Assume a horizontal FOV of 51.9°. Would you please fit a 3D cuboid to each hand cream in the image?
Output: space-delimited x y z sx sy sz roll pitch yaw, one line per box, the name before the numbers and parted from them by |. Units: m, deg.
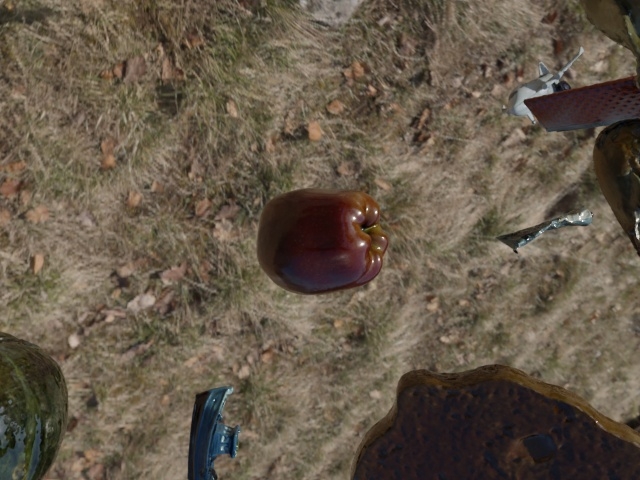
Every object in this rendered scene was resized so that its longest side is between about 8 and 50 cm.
hand cream | 0.552 -0.025 1.588 0.248 0.075 0.052 -20 96 -14

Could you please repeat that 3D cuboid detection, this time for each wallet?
wallet | 0.451 -0.223 1.097 0.103 0.196 0.020 37 65 -37

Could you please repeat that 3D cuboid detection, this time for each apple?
apple | 0.000 0.000 1.653 0.317 0.288 0.288 -5 131 25

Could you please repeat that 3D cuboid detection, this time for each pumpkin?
pumpkin | -0.318 0.139 0.532 0.224 0.224 0.157 8 92 -20

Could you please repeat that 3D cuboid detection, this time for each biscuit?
biscuit | 0.170 0.243 0.651 0.273 0.049 0.257 19 110 6

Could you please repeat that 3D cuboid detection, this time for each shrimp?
shrimp | 0.504 -0.064 1.016 0.117 0.262 0.066 -27 170 41

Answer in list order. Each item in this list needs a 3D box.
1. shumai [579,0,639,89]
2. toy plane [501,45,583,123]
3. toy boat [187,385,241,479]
shumai | 0.452 -0.305 0.749 0.314 0.267 0.262 -2 130 -9
toy plane | 0.517 -0.348 1.562 0.101 0.255 0.251 49 140 -3
toy boat | -0.131 0.245 0.821 0.061 0.060 0.137 6 99 -3
